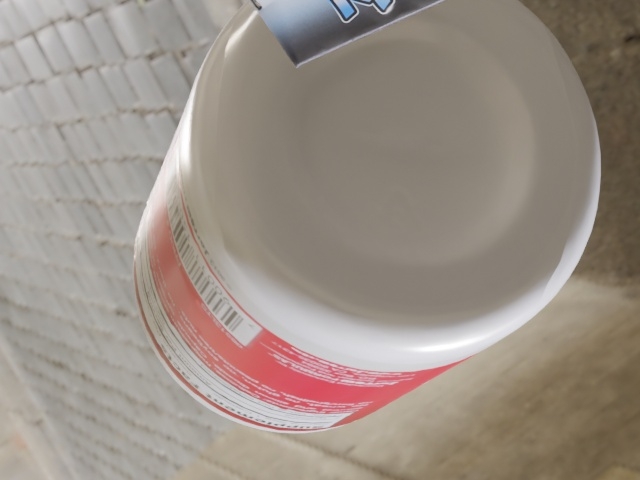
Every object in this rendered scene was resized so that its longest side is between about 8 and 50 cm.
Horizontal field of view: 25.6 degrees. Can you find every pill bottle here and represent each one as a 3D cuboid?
[{"bbox_3d":[0.000,0.000,0.915,0.229,0.229,0.408,56,160,5],"label":"pill bottle"}]

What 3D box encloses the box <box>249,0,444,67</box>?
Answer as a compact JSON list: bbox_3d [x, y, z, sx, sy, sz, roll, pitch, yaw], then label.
[{"bbox_3d":[0.055,-0.127,0.310,0.114,0.207,0.036,54,-154,-34],"label":"box"}]
